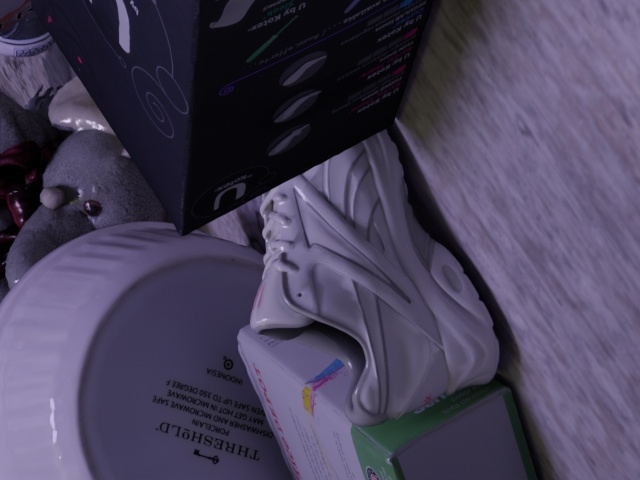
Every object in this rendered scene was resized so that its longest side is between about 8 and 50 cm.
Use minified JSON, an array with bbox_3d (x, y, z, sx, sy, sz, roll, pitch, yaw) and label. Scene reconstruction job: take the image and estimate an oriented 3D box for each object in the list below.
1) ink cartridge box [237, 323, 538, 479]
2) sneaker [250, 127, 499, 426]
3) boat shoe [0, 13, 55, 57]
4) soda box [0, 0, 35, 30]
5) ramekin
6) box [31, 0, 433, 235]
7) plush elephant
[{"bbox_3d":[0.047,0.134,1.034,0.212,0.093,0.154,30,145,57],"label":"ink cartridge box"},{"bbox_3d":[0.000,0.000,0.913,0.232,0.115,0.090,58,162,10],"label":"sneaker"},{"bbox_3d":[-0.322,-0.290,1.382,0.301,0.108,0.102,53,161,16],"label":"boat shoe"},{"bbox_3d":[-0.167,-0.178,0.989,0.063,0.183,0.058,60,163,-4],"label":"soda box"},{"bbox_3d":[-0.103,0.116,1.166,0.127,0.273,0.273,-9,110,58],"label":"ramekin"},{"bbox_3d":[-0.045,-0.145,0.767,0.165,0.143,0.270,56,163,16],"label":"box"},{"bbox_3d":[-0.242,-0.022,1.371,0.255,0.330,0.272,9,131,40],"label":"plush elephant"}]
